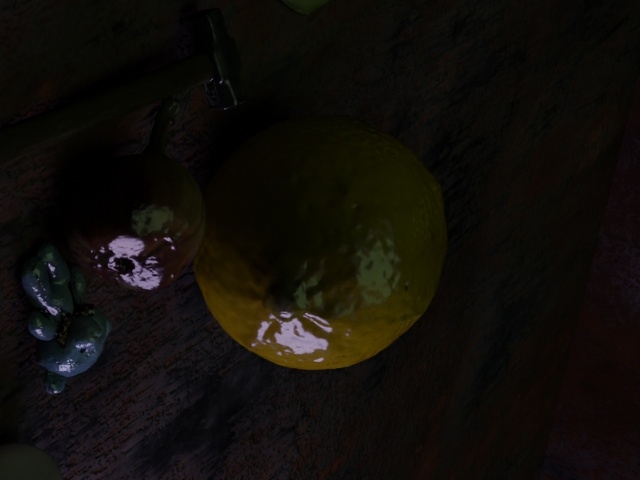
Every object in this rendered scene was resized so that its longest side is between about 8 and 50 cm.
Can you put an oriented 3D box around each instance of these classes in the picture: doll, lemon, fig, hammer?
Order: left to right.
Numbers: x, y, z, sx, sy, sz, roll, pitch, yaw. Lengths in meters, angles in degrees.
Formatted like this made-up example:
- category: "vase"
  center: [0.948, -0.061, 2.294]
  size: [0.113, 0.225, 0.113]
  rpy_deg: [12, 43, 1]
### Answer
- category: "doll"
  center: [-0.275, 0.081, 1.906]
  size: [0.120, 0.075, 0.179]
  rpy_deg: [-52, 153, -35]
- category: "hammer"
  center: [-0.215, -0.150, 1.833]
  size: [0.365, 0.043, 0.111]
  rpy_deg: [-29, 110, -46]
- category: "fig"
  center: [-0.177, -0.053, 1.897]
  size: [0.231, 0.143, 0.160]
  rpy_deg: [-50, 143, -28]
- category: "lemon"
  center: [0.001, -0.001, 2.126]
  size: [0.336, 0.336, 0.336]
  rpy_deg: [-45, 149, -38]

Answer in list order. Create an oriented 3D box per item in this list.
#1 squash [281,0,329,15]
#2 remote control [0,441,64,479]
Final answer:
- category: "squash"
  center: [0.037, -0.367, 2.038]
  size: [0.204, 0.155, 0.237]
  rpy_deg: [-65, 157, -6]
- category: "remote control"
  center: [-0.394, 0.347, 1.878]
  size: [0.332, 0.103, 0.221]
  rpy_deg: [-32, 133, -51]
